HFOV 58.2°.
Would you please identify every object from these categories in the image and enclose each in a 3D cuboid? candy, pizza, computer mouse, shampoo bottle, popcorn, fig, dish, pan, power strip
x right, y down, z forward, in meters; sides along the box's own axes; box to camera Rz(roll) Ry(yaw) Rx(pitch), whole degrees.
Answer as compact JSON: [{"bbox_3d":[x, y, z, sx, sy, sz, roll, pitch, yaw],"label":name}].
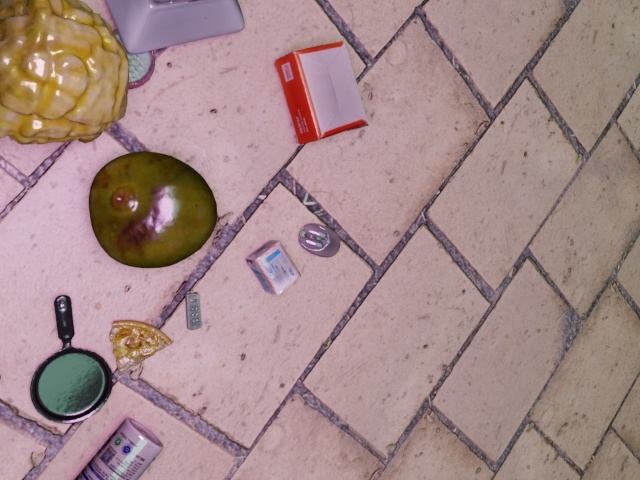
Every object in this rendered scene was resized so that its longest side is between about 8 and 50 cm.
[{"bbox_3d":[-0.346,-0.319,1.016,0.103,0.043,0.103,-2,94,-30],"label":"candy"},{"bbox_3d":[-0.345,0.206,1.074,0.123,0.026,0.108,25,85,-28],"label":"pizza"},{"bbox_3d":[0.001,0.000,1.231,0.096,0.039,0.065,24,83,-27],"label":"computer mouse"},{"bbox_3d":[-0.414,0.468,1.024,0.092,0.092,0.303,45,74,-24],"label":"shampoo bottle"},{"bbox_3d":[-0.433,-0.266,0.866,0.237,0.293,0.292,-30,114,-66],"label":"popcorn"},{"bbox_3d":[-0.282,-0.049,1.012,0.225,0.203,0.202,12,88,-70],"label":"fig"},{"bbox_3d":[-0.251,-0.447,1.009,0.243,0.080,0.181,-25,99,-30],"label":"dish"},{"bbox_3d":[-0.444,0.208,1.019,0.136,0.028,0.234,-7,101,-28],"label":"pan"},{"bbox_3d":[-0.249,0.135,1.124,0.027,0.017,0.083,-7,99,-29],"label":"power strip"}]

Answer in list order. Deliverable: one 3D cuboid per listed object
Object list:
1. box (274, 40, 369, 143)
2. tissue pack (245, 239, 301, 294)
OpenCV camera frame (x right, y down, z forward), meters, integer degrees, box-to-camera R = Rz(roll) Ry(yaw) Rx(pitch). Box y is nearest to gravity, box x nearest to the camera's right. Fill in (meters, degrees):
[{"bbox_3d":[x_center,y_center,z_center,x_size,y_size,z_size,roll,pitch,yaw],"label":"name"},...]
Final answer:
[{"bbox_3d":[0.000,-0.298,1.173,0.133,0.099,0.182,-24,104,-27],"label":"box"},{"bbox_3d":[-0.096,0.054,1.173,0.074,0.059,0.094,-38,111,-23],"label":"tissue pack"}]
